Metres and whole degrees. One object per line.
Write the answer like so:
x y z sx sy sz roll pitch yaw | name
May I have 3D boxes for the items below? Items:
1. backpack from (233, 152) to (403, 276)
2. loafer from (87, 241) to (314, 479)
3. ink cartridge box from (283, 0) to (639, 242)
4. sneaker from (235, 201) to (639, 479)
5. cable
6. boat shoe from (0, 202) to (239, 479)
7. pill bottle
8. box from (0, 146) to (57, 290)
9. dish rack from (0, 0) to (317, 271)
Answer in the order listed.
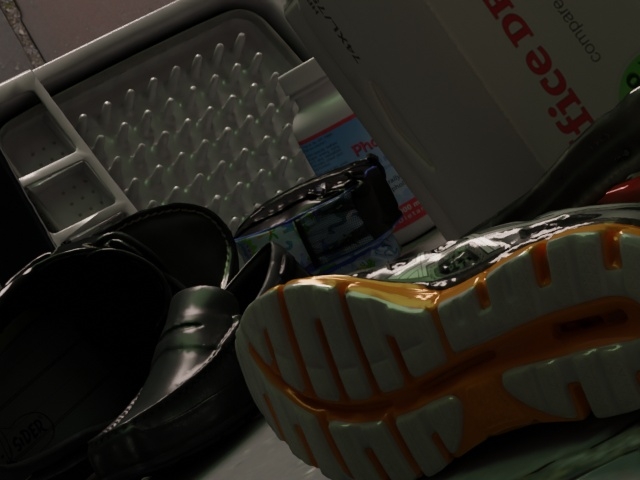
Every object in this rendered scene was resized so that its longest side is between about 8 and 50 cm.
0.000 0.000 1.025 0.114 0.084 0.105 -23 7 12 | backpack
-0.066 0.066 0.811 0.076 0.078 0.223 -26 7 33 | loafer
0.155 -0.140 0.771 0.270 0.198 0.197 -37 4 -13 | ink cartridge box
0.058 0.035 0.534 0.215 0.084 0.083 -13 12 38 | sneaker
0.105 0.006 0.583 0.287 0.072 0.139 -34 -21 34 | cable
-0.134 0.056 0.859 0.340 0.127 0.113 -40 -9 -48 | boat shoe
0.033 -0.074 1.127 0.087 0.160 0.087 -29 6 4 | pill bottle
-0.369 0.090 1.005 0.395 0.293 0.212 -24 8 39 | box
-0.102 -0.054 1.195 0.333 0.285 0.072 -32 -16 -28 | dish rack
